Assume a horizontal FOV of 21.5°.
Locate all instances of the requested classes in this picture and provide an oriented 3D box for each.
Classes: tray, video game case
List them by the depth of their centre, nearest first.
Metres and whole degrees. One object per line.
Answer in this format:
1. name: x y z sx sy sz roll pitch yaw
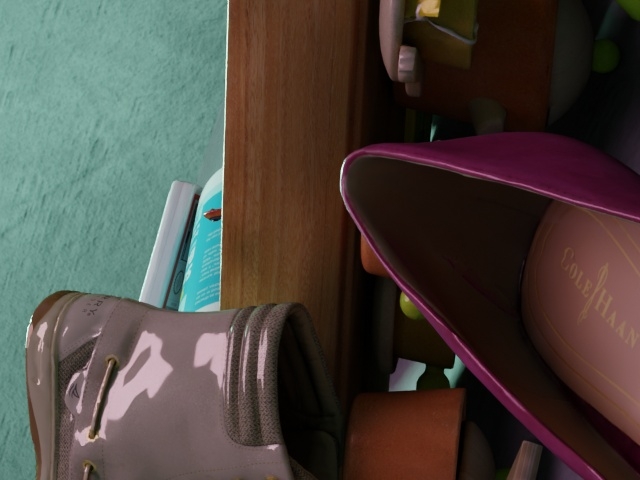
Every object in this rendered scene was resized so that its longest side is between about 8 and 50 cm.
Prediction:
1. tray: 0.000 0.000 0.990 0.203 0.076 0.410 -55 -30 -69
2. video game case: -0.099 0.070 1.617 0.285 0.025 0.204 29 -104 -67

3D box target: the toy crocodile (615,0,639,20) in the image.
1. toy crocodile: 0.164 -0.173 0.756 0.105 0.115 0.340 -45 11 -1

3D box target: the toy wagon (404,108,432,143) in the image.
1. toy wagon: 0.049 -0.117 1.244 0.344 0.068 0.267 -49 -35 -79

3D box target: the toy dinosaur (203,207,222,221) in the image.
1. toy dinosaur: -0.054 -0.030 1.357 0.047 0.082 0.090 -66 -16 -64

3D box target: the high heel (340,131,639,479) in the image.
1. high heel: 0.104 0.058 0.498 0.377 0.181 0.127 -116 43 -75

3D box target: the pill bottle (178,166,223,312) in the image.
1. pill bottle: -0.046 0.060 1.417 0.264 0.146 0.146 -83 14 -45

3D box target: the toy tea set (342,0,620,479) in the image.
1. toy tea set: 0.091 -0.010 0.900 0.200 0.124 0.336 -37 -48 -81

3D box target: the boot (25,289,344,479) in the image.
1. boot: -0.068 0.132 0.896 0.077 0.165 0.213 -25 -68 -61

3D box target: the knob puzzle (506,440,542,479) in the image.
1. knob puzzle: 0.072 0.215 0.781 0.213 0.030 0.213 16 -90 -86
